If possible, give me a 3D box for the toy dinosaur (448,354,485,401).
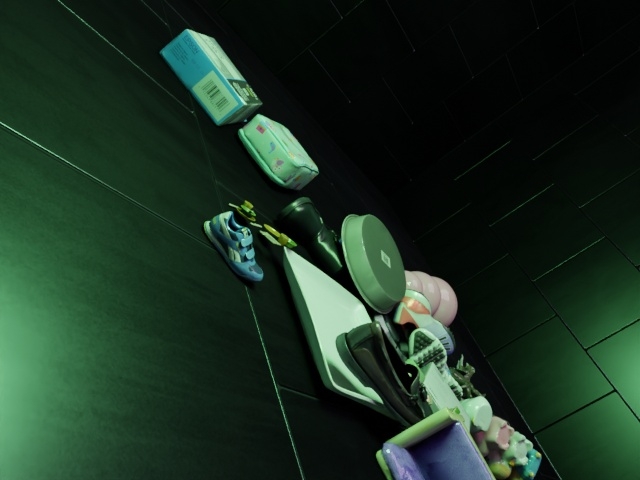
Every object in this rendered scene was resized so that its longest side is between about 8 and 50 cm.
[{"bbox_3d":[0.459,0.488,1.676,0.160,0.121,0.313,48,14,27],"label":"toy dinosaur"}]

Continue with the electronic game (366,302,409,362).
[{"bbox_3d":[0.192,0.255,1.425,0.229,0.048,0.229,56,16,-25],"label":"electronic game"}]

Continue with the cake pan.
[{"bbox_3d":[0.157,0.056,1.387,0.293,0.054,0.293,41,37,-41],"label":"cake pan"}]

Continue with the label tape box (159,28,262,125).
[{"bbox_3d":[-0.290,-0.464,1.451,0.240,0.106,0.333,52,14,-9],"label":"label tape box"}]

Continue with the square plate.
[{"bbox_3d":[0.051,0.213,1.073,0.344,0.049,0.347,39,20,-45],"label":"square plate"}]

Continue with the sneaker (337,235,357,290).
[{"bbox_3d":[0.143,0.048,1.598,0.182,0.127,0.315,60,17,13],"label":"sneaker"}]

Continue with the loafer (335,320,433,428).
[{"bbox_3d":[0.150,0.267,0.968,0.302,0.095,0.109,47,16,-28],"label":"loafer"}]

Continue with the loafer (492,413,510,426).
[{"bbox_3d":[0.583,0.624,1.716,0.267,0.084,0.096,36,41,-53],"label":"loafer"}]

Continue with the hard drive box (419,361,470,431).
[{"bbox_3d":[0.285,0.424,1.247,0.181,0.089,0.232,57,14,11],"label":"hard drive box"}]

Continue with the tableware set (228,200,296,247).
[{"bbox_3d":[-0.119,-0.037,1.072,0.154,0.024,0.104,39,8,23],"label":"tableware set"}]

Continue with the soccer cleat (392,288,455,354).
[{"bbox_3d":[0.309,0.276,1.508,0.109,0.116,0.318,7,-35,44],"label":"soccer cleat"}]

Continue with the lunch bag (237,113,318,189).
[{"bbox_3d":[-0.124,-0.265,1.510,0.224,0.108,0.279,51,12,8],"label":"lunch bag"}]

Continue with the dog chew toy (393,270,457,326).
[{"bbox_3d":[0.337,0.201,1.737,0.332,0.206,0.206,30,27,-45],"label":"dog chew toy"}]

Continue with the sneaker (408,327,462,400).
[{"bbox_3d":[0.313,0.359,1.452,0.292,0.110,0.118,64,-2,-28],"label":"sneaker"}]

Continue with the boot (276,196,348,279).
[{"bbox_3d":[0.000,0.000,1.312,0.207,0.094,0.246,53,7,12],"label":"boot"}]

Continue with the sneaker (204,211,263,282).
[{"bbox_3d":[-0.144,0.012,0.893,0.144,0.059,0.053,52,12,-10],"label":"sneaker"}]

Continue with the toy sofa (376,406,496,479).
[{"bbox_3d":[0.258,0.494,0.872,0.177,0.150,0.362,36,23,-54],"label":"toy sofa"}]

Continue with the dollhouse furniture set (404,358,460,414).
[{"bbox_3d":[0.233,0.333,1.100,0.076,0.058,0.151,-30,82,-40],"label":"dollhouse furniture set"}]

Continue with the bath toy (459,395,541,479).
[{"bbox_3d":[0.507,0.595,1.498,0.348,0.151,0.129,46,-23,-19],"label":"bath toy"}]

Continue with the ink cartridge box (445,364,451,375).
[{"bbox_3d":[0.357,0.377,1.647,0.104,0.061,0.181,46,17,-25],"label":"ink cartridge box"}]
